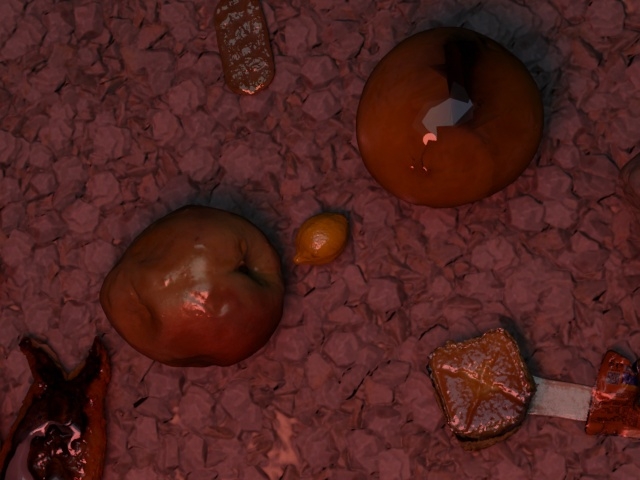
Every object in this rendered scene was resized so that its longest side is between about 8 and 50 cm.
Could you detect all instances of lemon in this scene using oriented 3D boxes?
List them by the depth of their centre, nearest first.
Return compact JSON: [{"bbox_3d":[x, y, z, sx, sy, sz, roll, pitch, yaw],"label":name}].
[{"bbox_3d":[0.000,0.000,1.838,0.065,0.065,0.092,44,80,11],"label":"lemon"}]

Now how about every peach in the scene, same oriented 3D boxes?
[{"bbox_3d":[-0.169,0.060,1.794,0.236,0.214,0.214,-12,80,23],"label":"peach"}]

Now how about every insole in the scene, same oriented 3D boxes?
[{"bbox_3d":[0.263,0.195,1.801,0.192,0.010,0.063,10,83,9],"label":"insole"}]

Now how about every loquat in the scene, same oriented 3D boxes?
[{"bbox_3d":[0.159,-0.152,1.757,0.235,0.235,0.235,-1,81,7],"label":"loquat"}]

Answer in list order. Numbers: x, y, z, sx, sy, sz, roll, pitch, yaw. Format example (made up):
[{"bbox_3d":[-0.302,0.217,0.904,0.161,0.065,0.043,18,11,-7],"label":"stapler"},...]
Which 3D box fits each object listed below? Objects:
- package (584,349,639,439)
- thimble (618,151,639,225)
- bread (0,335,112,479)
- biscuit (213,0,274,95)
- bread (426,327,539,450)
[{"bbox_3d":[0.378,0.195,1.772,0.077,0.033,0.110,11,86,-21],"label":"package"},{"bbox_3d":[0.490,-0.014,1.676,0.195,0.291,0.291,-26,79,4],"label":"thimble"},{"bbox_3d":[-0.344,0.256,1.839,0.139,0.095,0.268,6,67,6],"label":"bread"},{"bbox_3d":[-0.104,-0.267,1.914,0.071,0.018,0.147,-12,81,5],"label":"biscuit"},{"bbox_3d":[0.207,0.185,1.770,0.128,0.069,0.140,-23,75,4],"label":"bread"}]
